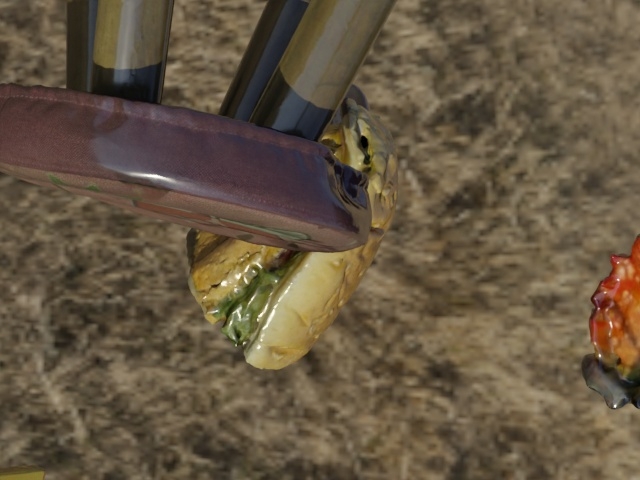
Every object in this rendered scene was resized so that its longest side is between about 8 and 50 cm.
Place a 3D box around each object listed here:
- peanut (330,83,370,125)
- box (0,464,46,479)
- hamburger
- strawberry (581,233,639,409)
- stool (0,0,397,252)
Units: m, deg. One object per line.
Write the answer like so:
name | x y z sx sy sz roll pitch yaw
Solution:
peanut | 0.003 -0.086 1.445 0.076 0.076 0.152 -19 138 -49
box | -0.328 0.264 1.454 0.155 0.023 0.086 8 90 -61
hamburger | 0.000 0.000 1.263 0.135 0.208 0.155 38 18 -30
strawberry | 0.346 0.046 1.174 0.138 0.233 0.306 -6 133 -35
stool | -0.084 -0.102 0.997 0.272 0.272 0.178 18 85 -49
